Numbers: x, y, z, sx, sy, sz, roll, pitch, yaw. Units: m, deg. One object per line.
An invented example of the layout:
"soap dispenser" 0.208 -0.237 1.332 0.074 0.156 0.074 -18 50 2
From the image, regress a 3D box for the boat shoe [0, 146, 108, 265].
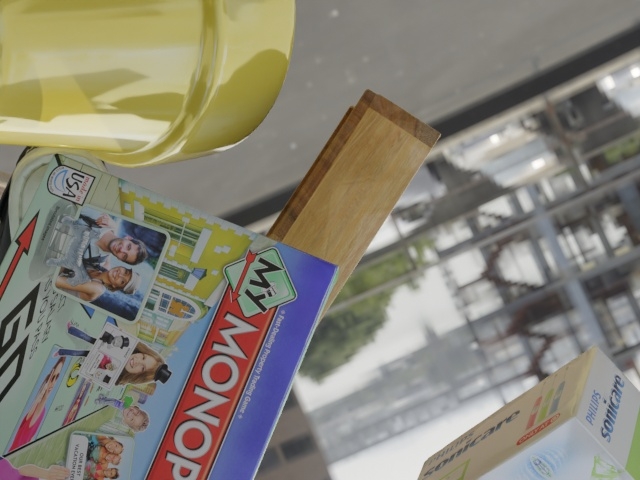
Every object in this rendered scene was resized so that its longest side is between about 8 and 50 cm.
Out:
"boat shoe" -0.254 0.042 1.361 0.127 0.113 0.340 -2 123 -11

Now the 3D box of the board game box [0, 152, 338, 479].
"board game box" -0.144 0.124 0.974 0.046 0.213 0.317 98 14 -76

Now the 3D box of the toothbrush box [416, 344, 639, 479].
"toothbrush box" 0.237 0.264 1.214 0.206 0.283 0.122 -39 -173 30

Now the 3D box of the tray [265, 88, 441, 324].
"tray" 0.000 0.000 1.285 0.203 0.076 0.411 -57 180 -4

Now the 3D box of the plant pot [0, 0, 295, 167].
"plant pot" -0.187 -0.171 1.080 0.239 0.254 0.254 -16 169 -45

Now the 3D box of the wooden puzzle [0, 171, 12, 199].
"wooden puzzle" -0.454 -0.005 1.583 0.348 0.080 0.322 21 149 -33
